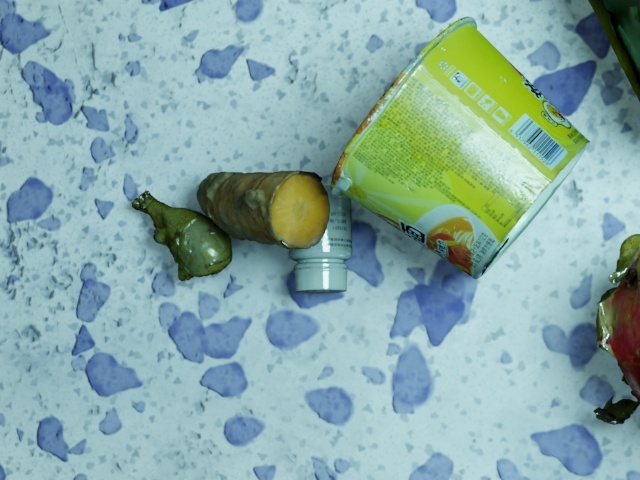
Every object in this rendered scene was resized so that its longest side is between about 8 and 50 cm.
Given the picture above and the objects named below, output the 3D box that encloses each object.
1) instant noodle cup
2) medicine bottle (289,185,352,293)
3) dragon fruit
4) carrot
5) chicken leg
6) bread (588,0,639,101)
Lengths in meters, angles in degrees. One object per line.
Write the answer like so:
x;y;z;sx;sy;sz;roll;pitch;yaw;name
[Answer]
0.169;-0.095;1.344;0.200;0.264;0.264;39;97;9;instant noodle cup
0.000;0.000;1.469;0.080;0.080;0.130;-3;84;19;medicine bottle
0.414;0.085;1.206;0.269;0.291;0.250;3;90;21;dragon fruit
-0.090;-0.049;1.460;0.263;0.102;0.102;13;88;55;carrot
-0.188;-0.007;1.547;0.178;0.070;0.093;37;103;26;chicken leg
0.417;-0.281;1.261;0.208;0.251;0.376;-39;70;42;bread
